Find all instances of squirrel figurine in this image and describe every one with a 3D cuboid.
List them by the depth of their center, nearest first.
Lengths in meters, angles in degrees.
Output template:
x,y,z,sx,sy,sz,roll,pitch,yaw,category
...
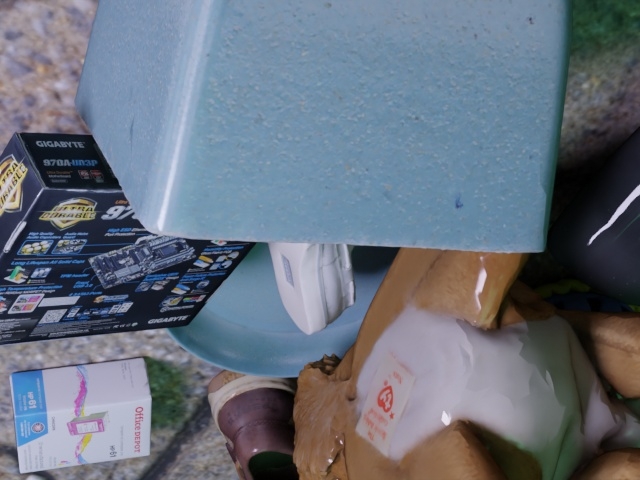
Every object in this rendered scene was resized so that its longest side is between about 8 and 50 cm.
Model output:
x,y,z,sx,sy,sz,roll,pitch,yaw,category
0.190,0.178,1.078,0.370,0.281,0.397,16,150,-28,squirrel figurine

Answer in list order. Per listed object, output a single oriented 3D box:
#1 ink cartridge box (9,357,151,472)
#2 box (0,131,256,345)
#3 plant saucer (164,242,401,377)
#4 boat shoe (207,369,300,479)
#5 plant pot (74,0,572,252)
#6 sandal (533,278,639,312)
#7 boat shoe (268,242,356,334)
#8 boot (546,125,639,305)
x,y,z,sx,sy,sz,roll,pitch,yaw,category
-0.216,0.159,1.135,0.123,0.052,0.088,-7,136,-15,ink cartridge box
-0.146,0.001,0.878,0.220,0.051,0.175,-3,144,-44,box
0.008,0.000,1.059,0.318,0.043,0.317,-10,138,-10,plant saucer
-0.014,0.255,1.257,0.123,0.123,0.342,-21,138,2,boat shoe
0.006,-0.157,0.757,0.248,0.247,0.252,3,111,-22,plant pot
0.301,0.134,1.239,0.317,0.138,0.126,16,129,-30,sandal
0.000,0.000,0.984,0.063,0.066,0.184,-29,135,-21,boat shoe
0.320,-0.140,0.969,0.367,0.146,0.445,16,132,-30,boot
